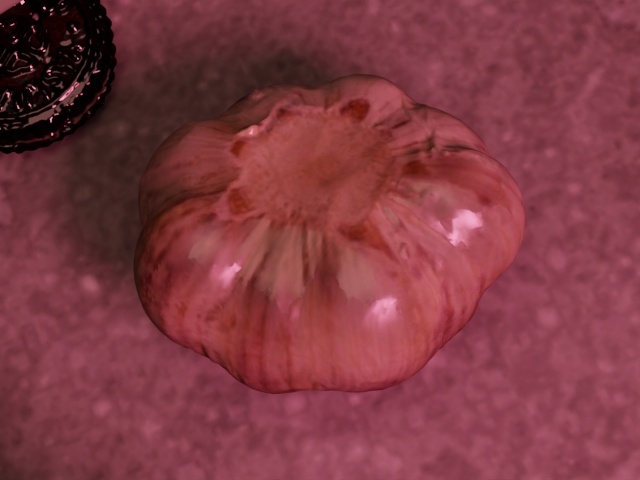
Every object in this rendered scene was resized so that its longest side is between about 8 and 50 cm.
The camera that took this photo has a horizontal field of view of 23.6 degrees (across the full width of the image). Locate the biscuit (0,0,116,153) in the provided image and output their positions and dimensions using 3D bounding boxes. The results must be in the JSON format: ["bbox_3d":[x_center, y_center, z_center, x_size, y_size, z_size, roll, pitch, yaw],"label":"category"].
[{"bbox_3d":[-0.140,-0.083,0.720,0.089,0.027,0.087,0,72,8],"label":"biscuit"}]

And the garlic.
[{"bbox_3d":[0.000,0.000,0.637,0.159,0.102,0.147,-16,56,-10],"label":"garlic"}]

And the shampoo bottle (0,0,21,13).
[{"bbox_3d":[-0.235,-0.114,0.710,0.359,0.078,0.134,-32,56,-4],"label":"shampoo bottle"}]
